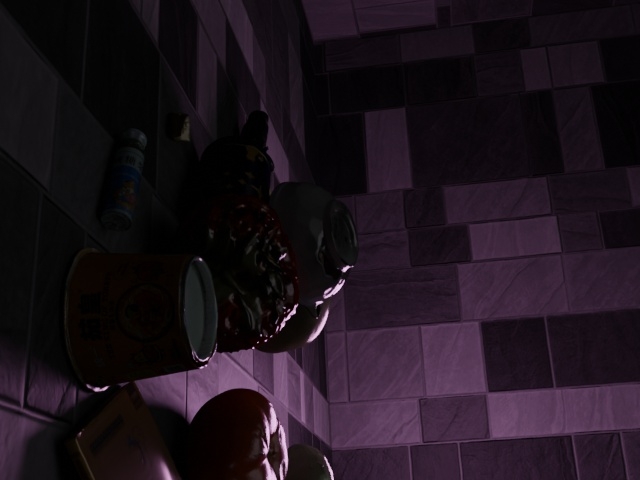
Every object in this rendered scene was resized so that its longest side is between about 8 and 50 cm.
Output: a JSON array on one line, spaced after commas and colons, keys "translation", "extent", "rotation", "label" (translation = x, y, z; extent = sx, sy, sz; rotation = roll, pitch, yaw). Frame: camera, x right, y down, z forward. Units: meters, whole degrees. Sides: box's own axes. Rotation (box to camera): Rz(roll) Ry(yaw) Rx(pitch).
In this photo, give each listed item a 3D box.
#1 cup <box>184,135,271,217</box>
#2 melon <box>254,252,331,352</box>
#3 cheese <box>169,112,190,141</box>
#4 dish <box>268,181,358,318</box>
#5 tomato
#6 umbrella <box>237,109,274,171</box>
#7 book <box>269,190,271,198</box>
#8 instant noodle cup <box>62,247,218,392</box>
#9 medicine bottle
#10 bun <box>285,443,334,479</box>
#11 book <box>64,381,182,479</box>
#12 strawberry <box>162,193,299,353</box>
[{"translation": [-0.172, -0.070, 1.882], "extent": [0.255, 0.178, 0.256], "rotation": [54, 23, -32], "label": "cup"}, {"translation": [-0.108, 0.096, 2.005], "extent": [0.268, 0.268, 0.330], "rotation": [-13, 90, -82], "label": "melon"}, {"translation": [-0.288, -0.234, 1.747], "extent": [0.084, 0.041, 0.060], "rotation": [-146, -123, -86], "label": "cheese"}, {"translation": [0.000, 0.000, 1.820], "extent": [0.303, 0.120, 0.303], "rotation": [43, 41, -52], "label": "dish"}, {"translation": [-0.167, 0.411, 1.657], "extent": [0.260, 0.180, 0.260], "rotation": [-8, 90, -82], "label": "tomato"}, {"translation": [-0.178, -0.242, 2.311], "extent": [0.106, 0.113, 0.358], "rotation": [54, 22, -28], "label": "umbrella"}, {"translation": [-0.147, 0.040, 2.256], "extent": [0.239, 0.035, 0.352], "rotation": [-179, -96, -72], "label": "book"}, {"translation": [-0.254, 0.110, 1.254], "extent": [0.216, 0.172, 0.216], "rotation": [-6, 90, -81], "label": "instant noodle cup"}, {"translation": [-0.318, -0.100, 1.394], "extent": [0.051, 0.051, 0.191], "rotation": [76, 11, -49], "label": "medicine bottle"}, {"translation": [-0.080, 0.662, 2.160], "extent": [0.293, 0.187, 0.293], "rotation": [-179, -90, -75], "label": "bun"}, {"translation": [-0.240, 0.416, 1.254], "extent": [0.269, 0.032, 0.389], "rotation": [-64, 130, -81], "label": "book"}, {"translation": [-0.171, 0.075, 1.629], "extent": [0.351, 0.267, 0.312], "rotation": [115, -9, -70], "label": "strawberry"}]
